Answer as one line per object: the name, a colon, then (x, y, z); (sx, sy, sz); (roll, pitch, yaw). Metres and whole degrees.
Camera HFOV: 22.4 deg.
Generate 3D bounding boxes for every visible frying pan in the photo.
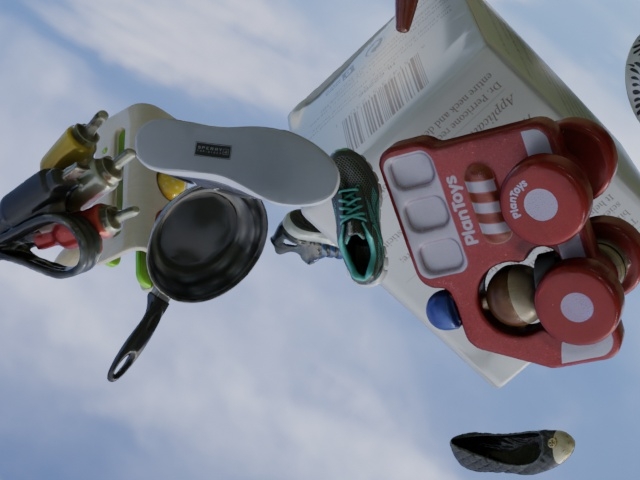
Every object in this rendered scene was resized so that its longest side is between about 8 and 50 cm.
frying pan: (-0.187, 0.055, 2.336); (0.197, 0.326, 0.053); (5, -156, -38)

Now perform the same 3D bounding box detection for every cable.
cable: (-0.279, -0.002, 1.503); (0.072, 0.287, 0.139); (2, -115, -52)

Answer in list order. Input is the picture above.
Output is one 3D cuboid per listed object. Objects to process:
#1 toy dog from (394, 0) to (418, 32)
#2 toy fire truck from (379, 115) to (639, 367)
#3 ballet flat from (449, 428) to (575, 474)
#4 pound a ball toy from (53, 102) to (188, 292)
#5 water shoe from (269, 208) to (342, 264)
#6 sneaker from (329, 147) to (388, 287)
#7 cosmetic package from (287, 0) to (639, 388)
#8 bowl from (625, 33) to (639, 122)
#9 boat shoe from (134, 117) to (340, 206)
toy dog: (0.182, -0.315, 1.717); (0.334, 0.161, 0.220); (-5, -170, 17)
toy fire truck: (0.223, 0.006, 1.862); (0.169, 0.254, 0.302); (-46, -60, -58)
ballet flat: (0.243, 0.267, 2.058); (0.049, 0.173, 0.057); (42, -131, -41)
pound a ball toy: (-0.296, -0.068, 2.537); (0.208, 0.136, 0.319); (33, -136, -43)
water shoe: (0.000, 0.000, 2.658); (0.203, 0.080, 0.073); (18, -142, -43)
sneaker: (0.043, -0.024, 1.861); (0.076, 0.065, 0.166); (-45, -59, -80)
cosmetic package: (0.207, -0.087, 2.189); (0.394, 0.329, 0.327); (43, -164, -22)
bowl: (0.450, -0.190, 1.903); (0.170, 0.080, 0.170); (6, -103, -24)
boat shoe: (-0.086, -0.080, 1.742); (0.228, 0.080, 0.076); (8, 174, 11)
